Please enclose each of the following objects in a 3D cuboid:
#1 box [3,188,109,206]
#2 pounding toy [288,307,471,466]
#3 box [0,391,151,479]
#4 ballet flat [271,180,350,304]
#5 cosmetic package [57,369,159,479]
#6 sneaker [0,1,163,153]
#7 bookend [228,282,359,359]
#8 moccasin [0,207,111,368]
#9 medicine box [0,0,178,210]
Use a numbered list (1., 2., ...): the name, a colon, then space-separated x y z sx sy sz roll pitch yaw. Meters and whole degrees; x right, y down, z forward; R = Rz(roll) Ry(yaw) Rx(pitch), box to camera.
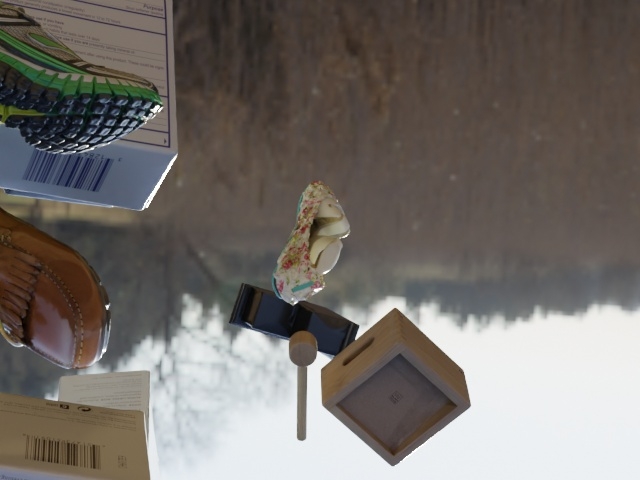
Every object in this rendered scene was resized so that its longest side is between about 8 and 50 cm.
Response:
1. box: -0.419 -0.142 2.467 0.232 0.059 0.183 8 140 -44
2. pounding toy: 0.041 0.165 1.679 0.206 0.181 0.094 43 -162 -19
3. box: -0.272 0.248 1.426 0.180 0.119 0.182 11 -165 -13
4. ballet flat: 0.000 0.000 1.968 0.077 0.091 0.241 -12 -143 26
5. cosmetic package: -0.329 0.392 2.164 0.156 0.217 0.385 -5 -149 -5
6. sneaker: -0.317 -0.197 1.567 0.134 0.146 0.343 -30 151 35
7. bookend: -0.043 0.133 2.234 0.156 0.072 0.157 18 -179 -22
8. moccasin: -0.385 0.035 1.656 0.147 0.139 0.380 -10 -141 -46
9. medicine box: -0.347 -0.216 1.953 0.263 0.289 0.149 9 145 -22
